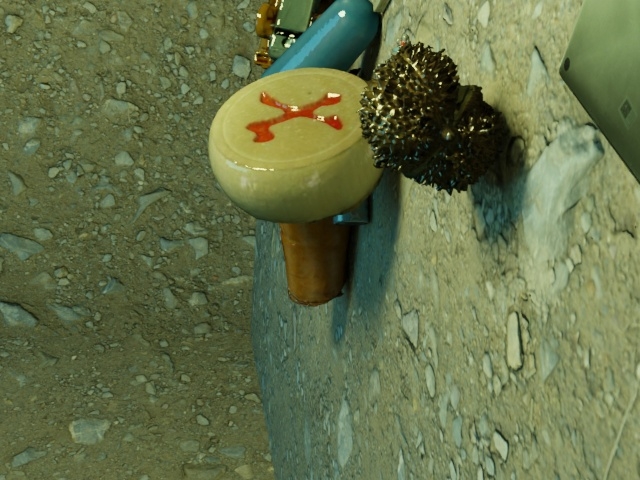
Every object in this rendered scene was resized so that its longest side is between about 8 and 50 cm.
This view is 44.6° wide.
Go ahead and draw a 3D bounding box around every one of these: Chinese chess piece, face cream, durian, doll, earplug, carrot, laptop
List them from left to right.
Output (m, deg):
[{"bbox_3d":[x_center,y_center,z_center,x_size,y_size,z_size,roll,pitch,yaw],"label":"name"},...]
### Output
[{"bbox_3d":[-0.038,-0.179,1.443,0.338,0.338,0.140,-102,0,-47],"label":"Chinese chess piece"},{"bbox_3d":[0.000,0.000,1.756,0.196,0.196,0.254,-115,16,-66],"label":"carrot"},{"bbox_3d":[0.010,-0.379,1.570,0.273,0.132,0.132,-42,41,35],"label":"earplug"},{"bbox_3d":[0.061,-0.147,1.608,0.075,0.075,0.229,157,112,-78],"label":"face cream"},{"bbox_3d":[0.136,-0.310,1.323,0.057,0.039,0.114,-37,26,20],"label":"doll"},{"bbox_3d":[0.136,-0.144,0.945,0.196,0.196,0.167,-116,46,-66],"label":"durian"},{"bbox_3d":[0.277,-0.156,0.648,0.269,0.015,0.188,-102,17,-48],"label":"laptop"}]

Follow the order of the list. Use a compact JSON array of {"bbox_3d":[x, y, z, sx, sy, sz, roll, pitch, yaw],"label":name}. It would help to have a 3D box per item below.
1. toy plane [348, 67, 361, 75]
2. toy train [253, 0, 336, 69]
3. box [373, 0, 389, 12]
[{"bbox_3d":[0.006,-0.213,1.692,0.204,0.103,0.316,134,156,-76],"label":"toy plane"},{"bbox_3d":[-0.037,-0.516,1.767,0.231,0.163,0.369,3,-79,-85],"label":"toy train"},{"bbox_3d":[0.124,-0.496,1.420,0.167,0.024,0.090,132,137,-73],"label":"box"}]
